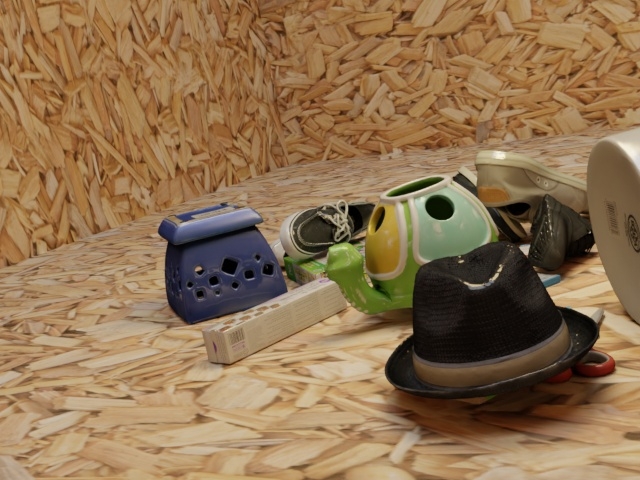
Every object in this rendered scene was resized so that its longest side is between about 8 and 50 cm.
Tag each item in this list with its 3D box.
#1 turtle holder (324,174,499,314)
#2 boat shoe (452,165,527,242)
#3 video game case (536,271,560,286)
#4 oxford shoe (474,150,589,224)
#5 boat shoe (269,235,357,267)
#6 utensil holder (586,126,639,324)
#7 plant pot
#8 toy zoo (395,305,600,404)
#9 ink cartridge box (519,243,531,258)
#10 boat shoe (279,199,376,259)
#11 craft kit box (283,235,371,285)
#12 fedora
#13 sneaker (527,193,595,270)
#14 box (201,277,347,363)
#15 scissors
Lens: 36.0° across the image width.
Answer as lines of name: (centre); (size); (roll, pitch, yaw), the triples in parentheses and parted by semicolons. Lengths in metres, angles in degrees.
turtle holder: (0.172, 0.015, 1.828); (0.320, 0.227, 0.243); (-15, 14, 7)
boat shoe: (0.375, -0.065, 2.337); (0.113, 0.127, 0.340); (-44, 34, 8)
video game case: (0.359, 0.080, 1.890); (0.119, 0.015, 0.166); (-18, 13, -29)
oxford shoe: (0.490, -0.095, 2.204); (0.169, 0.130, 0.449); (3, -7, 45)
boat shoe: (0.000, 0.000, 2.443); (0.267, 0.096, 0.088); (-17, 17, -24)
utensil holder: (0.646, -0.054, 1.504); (0.385, 0.328, 0.327); (-14, 11, -3)
plant pot: (-0.228, 0.037, 2.171); (0.236, 0.212, 0.236); (-15, 11, -16)
toy zoo: (0.273, 0.161, 1.458); (0.293, 0.030, 0.192); (-21, 11, -32)
ink cartridge box: (0.432, 0.031, 2.029); (0.048, 0.028, 0.083); (-6, 12, 21)
boat shoe: (0.030, -0.033, 2.257); (0.105, 0.113, 0.306); (-21, -6, 38)
craft kit box: (0.067, 0.050, 2.230); (0.246, 0.061, 0.250); (-11, 11, -16)
fedora: (0.219, 0.095, 1.369); (0.334, 0.153, 0.334); (-16, 9, 3)
sneaker: (0.490, -0.010, 1.968); (0.130, 0.109, 0.286); (23, 27, 6)
box: (-0.080, 0.147, 1.855); (0.063, 0.067, 0.324); (0, 16, 44)
scissors: (0.384, 0.150, 1.492); (0.109, 0.021, 0.297); (-10, 13, 16)
